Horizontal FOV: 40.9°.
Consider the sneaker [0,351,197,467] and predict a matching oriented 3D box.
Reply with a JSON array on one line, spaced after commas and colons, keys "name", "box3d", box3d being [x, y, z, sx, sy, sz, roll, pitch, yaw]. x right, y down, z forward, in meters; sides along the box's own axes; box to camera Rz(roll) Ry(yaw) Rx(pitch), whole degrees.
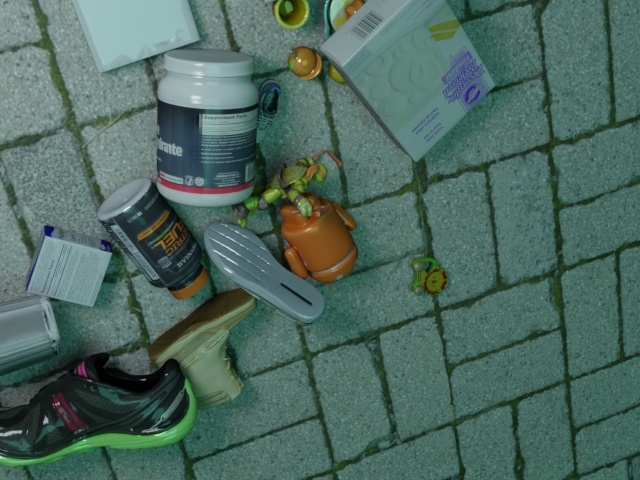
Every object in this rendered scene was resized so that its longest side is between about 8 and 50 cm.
[{"name": "sneaker", "box3d": [-0.501, 0.333, 1.771, 0.482, 0.185, 0.202, -7, 102, -12]}]

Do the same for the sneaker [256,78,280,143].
[{"name": "sneaker", "box3d": [-0.114, -0.256, 1.728, 0.052, 0.058, 0.135, 11, 108, -22]}]

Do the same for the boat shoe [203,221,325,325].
[{"name": "boat shoe", "box3d": [-0.126, 0.081, 1.796, 0.302, 0.094, 0.109, 39, 60, 6]}]

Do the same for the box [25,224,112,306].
[{"name": "box", "box3d": [-0.502, 0.051, 1.713, 0.137, 0.072, 0.126, 17, 105, -24]}]

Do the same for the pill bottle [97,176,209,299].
[{"name": "pill bottle", "box3d": [-0.324, 0.004, 1.722, 0.130, 0.130, 0.246, -35, 118, -3]}]

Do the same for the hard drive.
[{"name": "hard drive", "box3d": [-0.363, -0.485, 1.563, 0.202, 0.040, 0.308, -21, 116, -10]}]

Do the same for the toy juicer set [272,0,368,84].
[{"name": "toy juicer set", "box3d": [0.076, -0.417, 1.710, 0.328, 0.089, 0.209, -17, 115, -12]}]

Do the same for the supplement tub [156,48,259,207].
[{"name": "supplement tub", "box3d": [-0.215, -0.215, 1.636, 0.191, 0.191, 0.272, -2, 111, -18]}]

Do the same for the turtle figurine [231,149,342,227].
[{"name": "turtle figurine", "box3d": [-0.071, -0.102, 1.719, 0.217, 0.270, 0.087, -23, 121, 17]}]

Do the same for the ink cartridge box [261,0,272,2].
[{"name": "ink cartridge box", "box3d": [-0.004, -0.594, 1.589, 0.307, 0.129, 0.223, -19, 116, -10]}]

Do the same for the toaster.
[{"name": "toaster", "box3d": [-0.587, 0.180, 1.665, 0.146, 0.227, 0.129, -16, 78, -19]}]

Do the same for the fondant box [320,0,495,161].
[{"name": "fondant box", "box3d": [0.183, -0.347, 1.720, 0.238, 0.096, 0.330, -44, 137, 2]}]

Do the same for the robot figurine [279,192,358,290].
[{"name": "robot figurine", "box3d": [0.002, -0.001, 1.831, 0.128, 0.158, 0.219, -19, 120, 22]}]

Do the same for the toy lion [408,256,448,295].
[{"name": "toy lion", "box3d": [0.255, 0.083, 2.007, 0.096, 0.034, 0.100, -13, 114, -21]}]

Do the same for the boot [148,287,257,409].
[{"name": "boot", "box3d": [-0.213, 0.240, 1.873, 0.262, 0.095, 0.203, -35, 117, -1]}]
